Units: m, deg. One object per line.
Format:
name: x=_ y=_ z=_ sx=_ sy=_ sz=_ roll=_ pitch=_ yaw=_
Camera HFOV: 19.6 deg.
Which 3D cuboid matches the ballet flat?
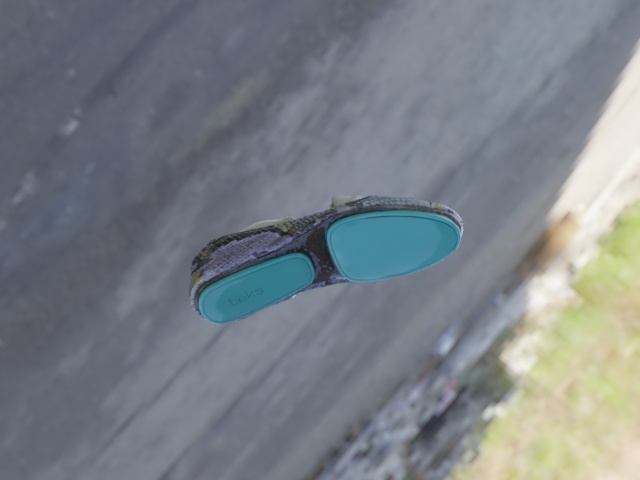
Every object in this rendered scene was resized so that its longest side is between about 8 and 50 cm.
ballet flat: x=0.000 y=0.000 z=0.755 sx=0.114 sy=0.041 sz=0.041 roll=-17 pitch=163 yaw=1
